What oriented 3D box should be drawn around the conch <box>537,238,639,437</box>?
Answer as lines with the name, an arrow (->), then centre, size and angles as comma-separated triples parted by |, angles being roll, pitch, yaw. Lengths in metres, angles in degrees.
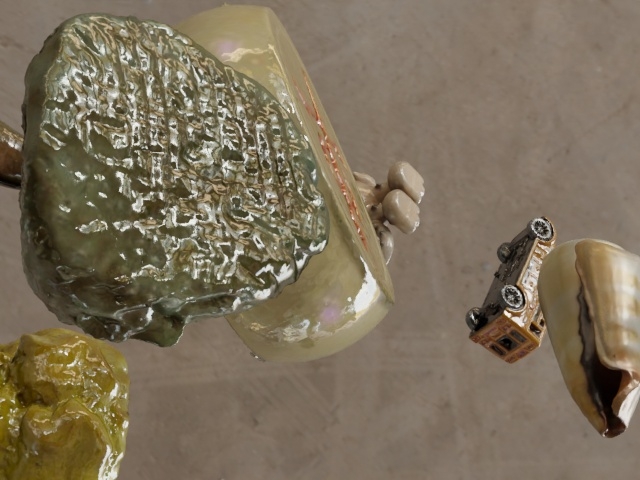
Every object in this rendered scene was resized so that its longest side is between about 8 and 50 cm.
conch -> 0.317, 0.096, 1.236 | 0.127, 0.255, 0.158 | 6, 141, -15

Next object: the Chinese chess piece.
Chinese chess piece -> -0.033, -0.040, 0.792 | 0.097, 0.251, 0.251 | -22, 118, 8

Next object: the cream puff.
cream puff -> -0.409, 0.239, 1.449 | 0.257, 0.324, 0.291 | 21, 83, -31

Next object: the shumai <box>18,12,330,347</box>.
shumai -> -0.105, -0.021, 0.575 | 0.184, 0.142, 0.184 | 23, 54, -35

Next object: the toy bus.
toy bus -> 0.262, 0.061, 1.475 | 0.088, 0.083, 0.194 | 37, 50, -7

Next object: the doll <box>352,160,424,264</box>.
doll -> 0.001, -0.002, 1.342 | 0.119, 0.278, 0.154 | 40, 52, -29

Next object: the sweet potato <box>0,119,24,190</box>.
sweet potato -> -0.431, -0.112, 1.357 | 0.286, 0.112, 0.085 | 7, 119, -46
